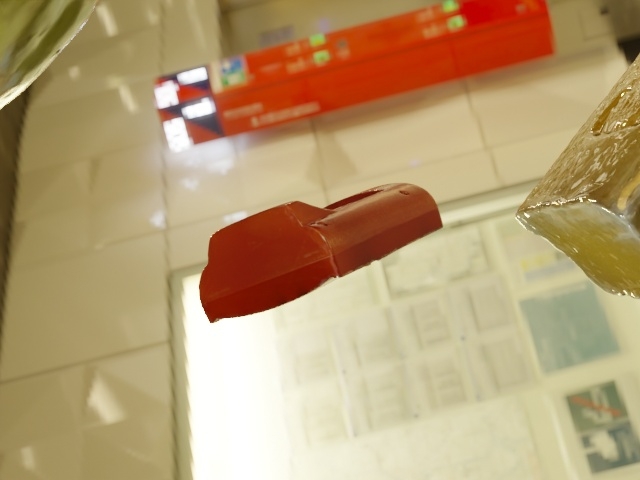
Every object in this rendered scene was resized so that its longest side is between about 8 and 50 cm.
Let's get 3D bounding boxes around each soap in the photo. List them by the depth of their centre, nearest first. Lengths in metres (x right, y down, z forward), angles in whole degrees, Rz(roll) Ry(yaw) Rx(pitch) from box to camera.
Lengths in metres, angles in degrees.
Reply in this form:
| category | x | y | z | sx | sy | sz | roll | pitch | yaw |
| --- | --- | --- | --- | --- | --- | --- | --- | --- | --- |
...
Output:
| category | x | y | z | sx | sy | sz | roll | pitch | yaw |
| --- | --- | --- | --- | --- | --- | --- | --- | --- | --- |
| soap | 0.232 | -0.095 | 0.727 | 0.089 | 0.274 | 0.173 | 39 | 174 | -6 |

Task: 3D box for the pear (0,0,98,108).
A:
| category | x | y | z | sx | sy | sz | roll | pitch | yaw |
| --- | --- | --- | --- | --- | --- | --- | --- | --- | --- |
| pear | -0.239 | -0.134 | 0.540 | 0.287 | 0.375 | 0.287 | 36 | 162 | 14 |

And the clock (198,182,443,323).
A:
| category | x | y | z | sx | sy | sz | roll | pitch | yaw |
| --- | --- | --- | --- | --- | --- | --- | --- | --- | --- |
| clock | 0.000 | 0.000 | 0.935 | 0.155 | 0.113 | 0.061 | -20 | -91 | -57 |
